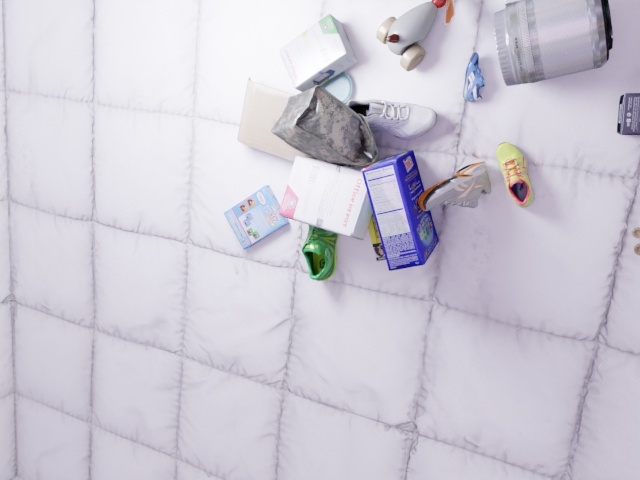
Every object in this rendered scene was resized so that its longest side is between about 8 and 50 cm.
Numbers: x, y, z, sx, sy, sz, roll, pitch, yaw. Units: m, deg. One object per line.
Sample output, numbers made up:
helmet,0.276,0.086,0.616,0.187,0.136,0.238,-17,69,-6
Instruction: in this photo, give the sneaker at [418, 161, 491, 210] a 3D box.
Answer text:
sneaker,0.415,-0.136,1.717,0.121,0.262,0.099,63,161,-8

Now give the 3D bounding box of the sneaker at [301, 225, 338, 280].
sneaker,0.000,0.000,1.979,0.109,0.123,0.296,0,100,24

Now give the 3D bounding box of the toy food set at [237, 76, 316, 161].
toy food set,-0.135,-0.410,1.977,0.306,0.092,0.220,20,115,11

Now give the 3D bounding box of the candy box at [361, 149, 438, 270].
candy box,0.249,-0.100,1.757,0.122,0.268,0.317,-12,100,23

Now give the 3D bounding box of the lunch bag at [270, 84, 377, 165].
lunch bag,0.027,-0.332,1.789,0.287,0.235,0.169,32,83,-22

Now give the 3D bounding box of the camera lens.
camera lens,0.621,-0.547,1.533,0.274,0.219,0.219,-8,98,25

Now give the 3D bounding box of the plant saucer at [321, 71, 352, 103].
plant saucer,0.054,-0.506,1.906,0.119,0.021,0.119,6,104,23

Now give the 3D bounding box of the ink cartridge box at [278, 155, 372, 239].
ink cartridge box,0.031,-0.137,1.859,0.283,0.117,0.207,18,91,28

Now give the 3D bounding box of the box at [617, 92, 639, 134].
box,0.894,-0.330,1.493,0.207,0.153,0.108,5,103,24

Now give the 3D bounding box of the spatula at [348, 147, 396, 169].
spatula,0.146,-0.207,1.933,0.168,0.019,0.242,27,114,16

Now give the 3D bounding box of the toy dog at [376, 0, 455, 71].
toy dog,0.290,-0.671,1.687,0.220,0.161,0.334,27,111,17

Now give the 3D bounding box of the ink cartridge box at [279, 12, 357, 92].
ink cartridge box,-0.009,-0.600,1.862,0.212,0.093,0.154,-27,76,25

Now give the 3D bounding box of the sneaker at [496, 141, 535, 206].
sneaker,0.578,-0.194,1.696,0.081,0.094,0.209,-24,89,28

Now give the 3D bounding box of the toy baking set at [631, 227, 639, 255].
toy baking set,0.991,-0.014,1.584,0.196,0.030,0.256,39,114,12

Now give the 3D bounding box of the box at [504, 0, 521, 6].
box,0.563,-0.712,1.597,0.102,0.087,0.101,-2,100,25

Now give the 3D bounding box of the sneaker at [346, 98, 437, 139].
sneaker,0.212,-0.386,1.792,0.297,0.129,0.111,5,84,21

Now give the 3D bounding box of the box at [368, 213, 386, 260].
box,0.204,-0.053,1.905,0.087,0.058,0.232,-9,101,26

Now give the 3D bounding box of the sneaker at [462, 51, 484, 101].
sneaker,0.463,-0.485,1.711,0.059,0.053,0.144,11,114,23

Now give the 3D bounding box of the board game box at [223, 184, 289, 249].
board game box,-0.238,-0.084,2.115,0.211,0.039,0.160,-30,88,27
